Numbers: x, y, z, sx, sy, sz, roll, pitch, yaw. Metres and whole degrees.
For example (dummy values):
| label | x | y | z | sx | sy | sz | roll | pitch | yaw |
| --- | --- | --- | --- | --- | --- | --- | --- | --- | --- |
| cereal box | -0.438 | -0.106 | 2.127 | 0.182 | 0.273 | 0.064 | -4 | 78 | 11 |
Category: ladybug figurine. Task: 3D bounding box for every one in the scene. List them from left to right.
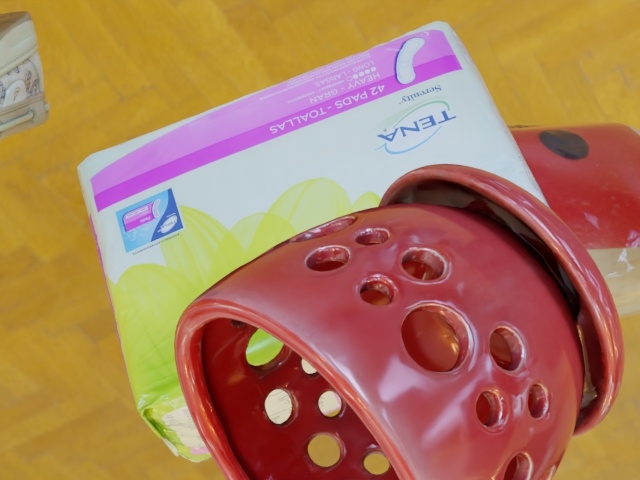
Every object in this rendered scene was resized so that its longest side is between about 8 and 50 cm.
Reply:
| label | x | y | z | sx | sy | sz | roll | pitch | yaw |
| --- | --- | --- | --- | --- | --- | --- | --- | --- | --- |
| ladybug figurine | 0.136 | -0.017 | 1.098 | 0.449 | 0.305 | 0.162 | -5 | 98 | -22 |

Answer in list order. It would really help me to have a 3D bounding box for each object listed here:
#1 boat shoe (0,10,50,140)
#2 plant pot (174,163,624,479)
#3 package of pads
| label | x | y | z | sx | sy | sz | roll | pitch | yaw |
| --- | --- | --- | --- | --- | --- | --- | --- | --- | --- |
| boat shoe | -0.263 | -0.062 | 0.830 | 0.104 | 0.285 | 0.089 | -3 | 119 | 29 |
| plant pot | 0.049 | 0.069 | 0.654 | 0.174 | 0.191 | 0.191 | -32 | 142 | -30 |
| package of pads | 0.000 | 0.000 | 0.863 | 0.296 | 0.229 | 0.101 | -22 | 145 | 2 |
